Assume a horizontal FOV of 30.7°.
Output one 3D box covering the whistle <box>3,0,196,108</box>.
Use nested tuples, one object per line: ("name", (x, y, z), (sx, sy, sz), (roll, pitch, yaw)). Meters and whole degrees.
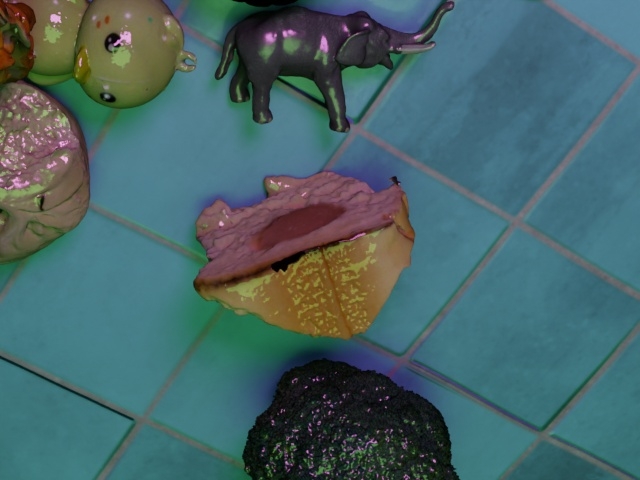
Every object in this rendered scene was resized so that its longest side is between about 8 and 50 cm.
("whistle", (-0.278, -0.214, 1.241), (0.294, 0.141, 0.141), (5, 118, -8))

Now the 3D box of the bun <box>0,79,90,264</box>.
("bun", (-0.366, -0.072, 1.318), (0.210, 0.116, 0.237), (4, 119, -10))

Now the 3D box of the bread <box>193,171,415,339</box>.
("bread", (-0.006, -0.009, 1.359), (0.224, 0.183, 0.211), (27, 111, -22))

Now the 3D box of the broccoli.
("broccoli", (0.040, 0.308, 1.500), (0.297, 0.297, 0.297), (1, 144, -8))

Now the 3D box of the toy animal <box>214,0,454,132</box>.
("toy animal", (0.015, -0.198, 1.314), (0.269, 0.082, 0.137), (-3, 120, -4))

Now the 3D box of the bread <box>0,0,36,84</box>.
("bread", (-0.460, -0.206, 1.102), (0.358, 0.337, 0.204), (25, 79, -10))

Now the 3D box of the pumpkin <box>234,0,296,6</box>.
("pumpkin", (-0.052, -0.340, 1.197), (0.202, 0.140, 0.202), (3, 112, 8))
